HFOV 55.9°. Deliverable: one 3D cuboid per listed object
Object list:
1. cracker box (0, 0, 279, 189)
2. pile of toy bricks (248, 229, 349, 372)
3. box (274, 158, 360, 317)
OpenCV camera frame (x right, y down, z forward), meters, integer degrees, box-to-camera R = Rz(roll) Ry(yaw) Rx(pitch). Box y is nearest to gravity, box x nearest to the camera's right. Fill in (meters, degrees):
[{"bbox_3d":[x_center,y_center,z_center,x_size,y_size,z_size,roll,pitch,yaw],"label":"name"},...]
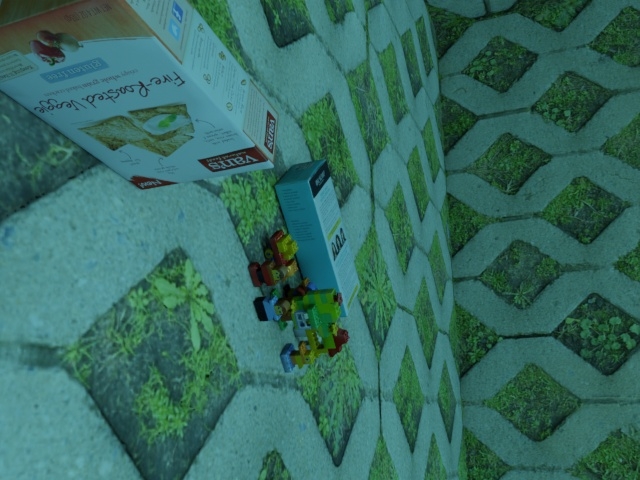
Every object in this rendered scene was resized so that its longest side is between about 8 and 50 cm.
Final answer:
[{"bbox_3d":[-0.155,-0.129,0.508,0.232,0.155,0.067,43,45,-58],"label":"cracker box"},{"bbox_3d":[-0.015,0.094,0.861,0.118,0.105,0.212,-54,133,-60],"label":"pile of toy bricks"},{"bbox_3d":[0.000,0.000,0.989,0.100,0.060,0.244,-58,136,-59],"label":"box"}]
